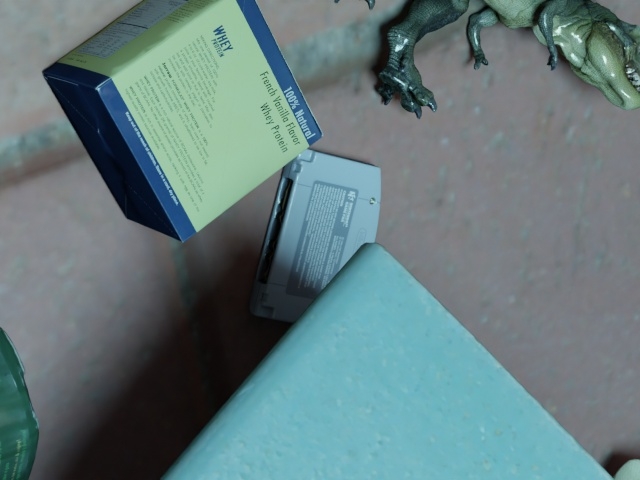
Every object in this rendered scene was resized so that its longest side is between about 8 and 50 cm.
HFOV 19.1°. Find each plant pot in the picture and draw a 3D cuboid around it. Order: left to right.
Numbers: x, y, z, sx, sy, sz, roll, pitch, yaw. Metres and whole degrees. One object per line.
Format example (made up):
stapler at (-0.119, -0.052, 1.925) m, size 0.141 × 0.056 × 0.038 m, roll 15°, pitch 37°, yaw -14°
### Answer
plant pot at (0.017, 0.194, 0.800) m, size 0.252 × 0.247 × 0.248 m, roll -43°, pitch 79°, yaw -8°

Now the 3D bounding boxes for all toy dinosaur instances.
toy dinosaur at (0.057, -0.135, 0.898) m, size 0.268 × 0.064 × 0.118 m, roll 48°, pitch 68°, yaw -30°

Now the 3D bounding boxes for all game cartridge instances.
game cartridge at (0.000, 0.000, 0.918) m, size 0.056 × 0.017 × 0.083 m, roll 13°, pitch 95°, yaw -31°

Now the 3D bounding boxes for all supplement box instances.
supplement box at (-0.060, -0.060, 0.838) m, size 0.083 × 0.056 × 0.083 m, roll -38°, pitch 120°, yaw -20°

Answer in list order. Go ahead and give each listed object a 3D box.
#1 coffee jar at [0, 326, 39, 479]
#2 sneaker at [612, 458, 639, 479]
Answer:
coffee jar at (-0.210, 0.090, 0.752) m, size 0.184 × 0.079 × 0.096 m, roll -18°, pitch 154°, yaw -29°
sneaker at (0.110, 0.186, 0.994) m, size 0.252 × 0.103 × 0.111 m, roll -21°, pitch 108°, yaw -34°
